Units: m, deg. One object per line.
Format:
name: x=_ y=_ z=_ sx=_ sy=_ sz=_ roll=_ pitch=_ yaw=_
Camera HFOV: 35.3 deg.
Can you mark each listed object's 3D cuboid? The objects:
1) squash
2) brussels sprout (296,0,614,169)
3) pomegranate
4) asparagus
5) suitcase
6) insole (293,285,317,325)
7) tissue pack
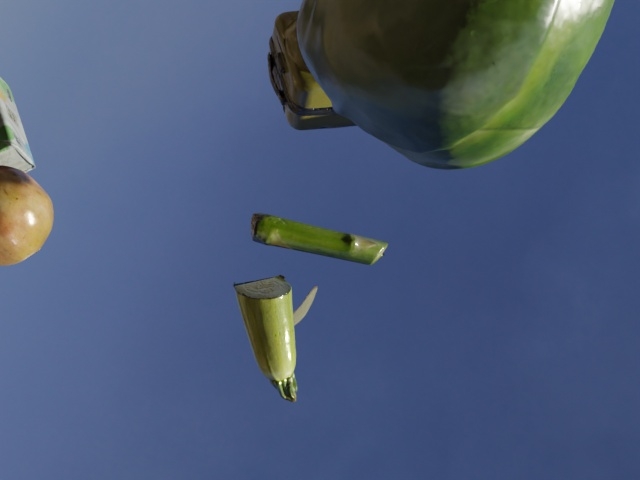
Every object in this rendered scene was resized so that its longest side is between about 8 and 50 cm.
squash: x=-0.107 y=0.219 z=2.222 sx=0.137 sy=0.137 sz=0.287 roll=-19 pitch=-102 yaw=49
brussels sprout: x=0.127 y=-0.237 z=1.034 sx=0.371 sy=0.276 sz=0.314 roll=-107 pitch=-141 yaw=-61
pomegranate: x=-0.583 y=-0.048 z=1.854 sx=0.191 sy=0.191 sz=0.191 roll=-38 pitch=-147 yaw=31
asparagus: x=-0.001 y=0.002 z=1.932 sx=0.067 sy=0.278 sz=0.060 roll=166 pitch=-64 yaw=-78
suitcase: x=0.034 y=-0.295 z=1.666 sx=0.143 sy=0.235 sz=0.194 roll=106 pitch=-28 yaw=-55
insole: x=-0.047 y=0.172 z=2.412 sx=0.253 sy=0.005 sz=0.086 roll=-45 pitch=155 yaw=-66
tissue pack: x=-0.683 y=-0.226 z=1.976 sx=0.159 sy=0.145 sz=0.229 roll=-25 pitch=-123 yaw=-2
